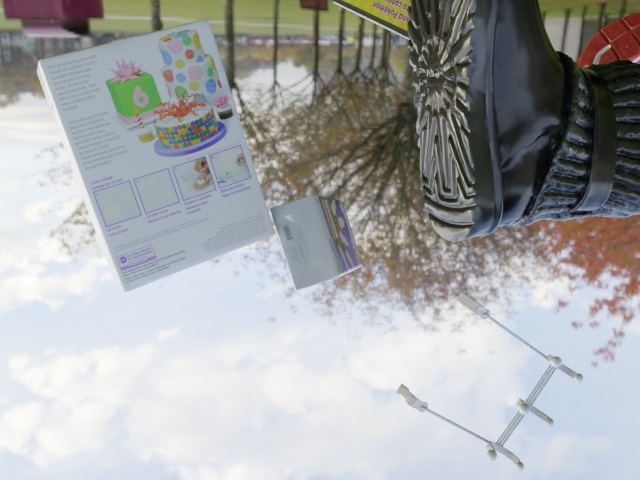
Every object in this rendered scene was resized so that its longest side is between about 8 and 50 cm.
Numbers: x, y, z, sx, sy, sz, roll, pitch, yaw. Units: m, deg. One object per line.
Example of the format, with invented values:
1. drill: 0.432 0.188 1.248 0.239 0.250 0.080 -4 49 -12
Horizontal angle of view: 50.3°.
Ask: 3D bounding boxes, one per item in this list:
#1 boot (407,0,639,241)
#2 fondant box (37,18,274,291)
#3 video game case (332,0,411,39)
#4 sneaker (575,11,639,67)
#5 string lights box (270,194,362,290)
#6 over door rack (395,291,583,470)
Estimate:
1. boot: 0.229 -0.176 0.683 0.260 0.348 0.131 -11 -159 -18
2. fondant box: -0.233 -0.123 0.989 0.238 0.331 0.096 -21 -166 -20
3. video game case: 0.117 -0.381 0.822 0.035 0.248 0.275 -1 -151 -30
4. sneaker: 0.488 -0.276 1.133 0.128 0.087 0.221 18 138 -41
5. string lights box: 0.000 0.000 1.150 0.076 0.134 0.259 -18 178 11
6. over door rack: 0.343 0.290 1.326 0.324 0.240 0.108 34 -179 -20
